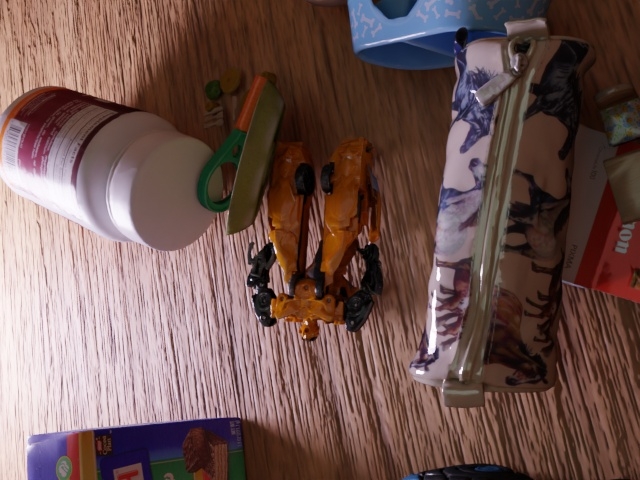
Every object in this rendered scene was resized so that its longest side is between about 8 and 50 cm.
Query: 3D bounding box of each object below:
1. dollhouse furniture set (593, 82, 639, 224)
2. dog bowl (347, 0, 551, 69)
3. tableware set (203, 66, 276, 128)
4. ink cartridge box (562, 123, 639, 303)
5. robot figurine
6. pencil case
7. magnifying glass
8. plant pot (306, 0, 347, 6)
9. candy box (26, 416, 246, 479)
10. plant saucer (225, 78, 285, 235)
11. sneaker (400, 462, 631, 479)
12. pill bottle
[{"bbox_3d":[0.412,-0.086,0.723,0.242,0.161,0.212,-19,81,27],"label":"dollhouse furniture set"},{"bbox_3d":[0.154,-0.276,0.929,0.297,0.165,0.074,7,91,54],"label":"dog bowl"},{"bbox_3d":[-0.140,-0.250,1.244,0.154,0.024,0.104,-13,72,34],"label":"tableware set"},{"bbox_3d":[0.307,-0.043,0.875,0.232,0.066,0.189,18,93,40],"label":"ink cartridge box"},{"bbox_3d":[0.000,0.000,1.053,0.210,0.085,0.291,1,82,24],"label":"robot figurine"},{"bbox_3d":[0.200,-0.025,0.806,0.159,0.183,0.411,7,87,31],"label":"pencil case"},{"bbox_3d":[-0.134,-0.154,1.175,0.026,0.092,0.231,25,97,33],"label":"magnifying glass"},{"bbox_3d":[0.053,-0.452,1.087,0.237,0.109,0.238,-6,79,33],"label":"plant pot"},{"bbox_3d":[-0.241,0.393,1.022,0.122,0.317,0.268,-16,73,32],"label":"candy box"},{"bbox_3d":[-0.093,-0.119,1.093,0.037,0.241,0.241,16,92,-2],"label":"plant saucer"},{"bbox_3d":[0.231,0.336,0.822,0.340,0.125,0.140,-3,85,37],"label":"sneaker"},{"bbox_3d":[-0.368,-0.128,1.257,0.392,0.224,0.224,21,94,35],"label":"pill bottle"}]
